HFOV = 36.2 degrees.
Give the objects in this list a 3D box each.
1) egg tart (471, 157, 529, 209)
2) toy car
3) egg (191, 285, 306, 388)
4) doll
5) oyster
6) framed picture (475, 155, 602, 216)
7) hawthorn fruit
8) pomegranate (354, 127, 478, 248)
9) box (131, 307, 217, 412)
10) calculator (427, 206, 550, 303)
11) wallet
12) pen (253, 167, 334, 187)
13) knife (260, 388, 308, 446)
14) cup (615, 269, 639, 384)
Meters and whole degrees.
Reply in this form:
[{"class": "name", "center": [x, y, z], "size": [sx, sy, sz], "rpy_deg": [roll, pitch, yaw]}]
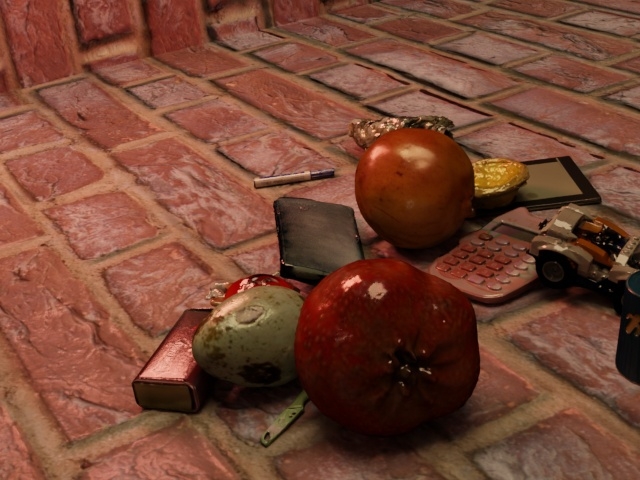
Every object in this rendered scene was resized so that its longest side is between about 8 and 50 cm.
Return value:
[{"class": "egg tart", "center": [0.367, -0.121, 2.163], "size": [0.191, 0.074, 0.191], "rpy_deg": [-6, 27, 3]}, {"class": "toy car", "center": [0.540, 0.031, 1.780], "size": [0.301, 0.118, 0.193], "rpy_deg": [21, 37, 28]}, {"class": "egg", "center": [-0.104, 0.161, 1.618], "size": [0.231, 0.169, 0.169], "rpy_deg": [-6, 23, -32]}, {"class": "doll", "center": [-0.127, 0.102, 1.855], "size": [0.183, 0.085, 0.217], "rpy_deg": [-9, 17, -8]}, {"class": "oyster", "center": [0.207, -0.275, 2.506], "size": [0.267, 0.112, 0.198], "rpy_deg": [-9, 26, 2]}, {"class": "framed picture", "center": [0.440, -0.125, 2.255], "size": [0.346, 0.016, 0.265], "rpy_deg": [-7, 27, -1]}, {"class": "hawthorn fruit", "center": [0.090, 0.152, 1.530], "size": [0.287, 0.287, 0.330], "rpy_deg": [-12, 13, -10]}, {"class": "pomegranate", "center": [0.201, -0.103, 2.023], "size": [0.264, 0.264, 0.264], "rpy_deg": [-5, 26, 3]}, {"class": "box", "center": [-0.224, 0.203, 1.688], "size": [0.120, 0.069, 0.224], "rpy_deg": [3, 29, 18]}, {"class": "calculator", "center": [0.360, 0.034, 1.923], "size": [0.329, 0.048, 0.220], "rpy_deg": [-29, 35, -33]}, {"class": "wallet", "center": [0.000, 0.000, 2.016], "size": [0.190, 0.046, 0.379], "rpy_deg": [11, 24, -10]}, {"class": "pen", "center": [-0.065, -0.157, 2.425], "size": [0.204, 0.025, 0.025], "rpy_deg": [-9, 26, -4]}, {"class": "knife", "center": [-0.036, 0.267, 1.576], "size": [0.030, 0.014, 0.207], "rpy_deg": [10, 32, 30]}, {"class": "cup", "center": [0.551, 0.139, 1.537], "size": [0.176, 0.155, 0.131], "rpy_deg": [15, 34, 39]}]
